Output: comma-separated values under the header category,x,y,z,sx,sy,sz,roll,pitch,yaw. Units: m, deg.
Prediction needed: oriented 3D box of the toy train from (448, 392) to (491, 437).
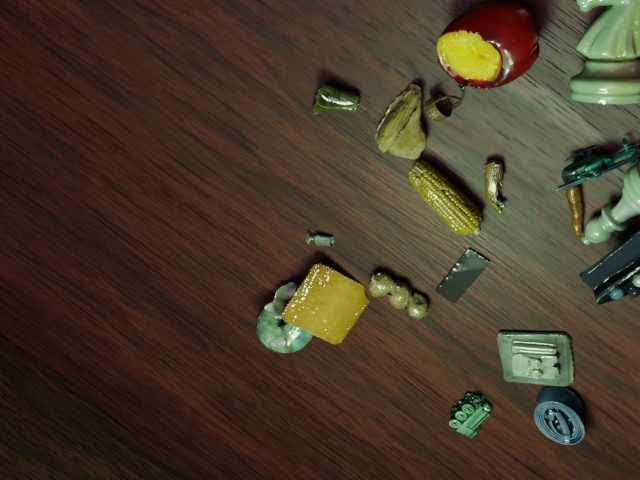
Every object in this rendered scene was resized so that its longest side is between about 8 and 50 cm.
category,x,y,z,sx,sy,sz,roll,pitch,yaw
toy train,0.492,0.570,2.250,0.111,0.071,0.170,27,129,-3

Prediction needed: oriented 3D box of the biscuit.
category,x,y,z,sx,sy,sz,roll,pitch,yaw
biscuit,0.023,0.206,2.190,0.237,0.013,0.232,28,105,-20

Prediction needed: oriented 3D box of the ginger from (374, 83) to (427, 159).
category,x,y,z,sx,sy,sz,roll,pitch,yaw
ginger,0.237,-0.301,1.786,0.123,0.115,0.193,21,124,-14

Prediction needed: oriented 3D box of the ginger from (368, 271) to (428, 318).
category,x,y,z,sx,sy,sz,roll,pitch,yaw
ginger,0.240,0.168,2.098,0.204,0.080,0.104,27,143,11

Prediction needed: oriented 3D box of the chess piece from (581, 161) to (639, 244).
category,x,y,z,sx,sy,sz,roll,pitch,yaw
chess piece,0.732,-0.066,1.673,0.139,0.139,0.271,36,140,1

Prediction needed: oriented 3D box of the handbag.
category,x,y,z,sx,sy,sz,roll,pitch,yaw
handbag,0.810,0.031,1.627,0.325,0.269,0.118,-49,57,40

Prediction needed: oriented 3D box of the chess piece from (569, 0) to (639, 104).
category,x,y,z,sx,sy,sz,roll,pitch,yaw
chess piece,0.629,-0.445,1.460,0.176,0.176,0.298,7,111,23

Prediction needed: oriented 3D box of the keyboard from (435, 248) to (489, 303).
category,x,y,z,sx,sy,sz,roll,pitch,yaw
keyboard,0.414,0.105,2.010,0.074,0.015,0.196,31,130,1

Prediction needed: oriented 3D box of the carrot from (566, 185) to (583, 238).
category,x,y,z,sx,sy,sz,roll,pitch,yaw
carrot,0.653,-0.076,1.753,0.036,0.035,0.165,-4,121,29

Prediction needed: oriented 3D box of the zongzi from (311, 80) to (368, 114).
category,x,y,z,sx,sy,sz,roll,pitch,yaw
zongzi,0.056,-0.360,1.870,0.154,0.062,0.130,17,150,-4

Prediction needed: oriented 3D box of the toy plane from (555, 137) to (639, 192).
category,x,y,z,sx,sy,sz,roll,pitch,yaw
toy plane,0.668,-0.184,1.636,0.235,0.096,0.060,-25,111,18

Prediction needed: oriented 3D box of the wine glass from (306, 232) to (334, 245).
category,x,y,z,sx,sy,sz,roll,pitch,yaw
wine glass,0.000,0.000,2.136,0.083,0.039,0.042,8,119,18

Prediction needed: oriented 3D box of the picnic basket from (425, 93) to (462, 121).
category,x,y,z,sx,sy,sz,roll,pitch,yaw
picnic basket,0.312,-0.342,1.724,0.083,0.072,0.072,-23,109,46

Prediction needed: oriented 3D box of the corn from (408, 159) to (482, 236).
category,x,y,z,sx,sy,sz,roll,pitch,yaw
corn,0.340,-0.110,1.851,0.261,0.097,0.097,45,130,-5

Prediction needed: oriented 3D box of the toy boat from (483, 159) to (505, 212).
category,x,y,z,sx,sy,sz,roll,pitch,yaw
toy boat,0.458,-0.140,1.799,0.049,0.047,0.149,2,121,26

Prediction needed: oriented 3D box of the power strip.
category,x,y,z,sx,sy,sz,roll,pitch,yaw
power strip,0.636,0.364,2.037,0.213,0.064,0.198,-2,120,28

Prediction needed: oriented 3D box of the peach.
category,x,y,z,sx,sy,sz,roll,pitch,yaw
peach,0.371,-0.434,1.542,0.226,0.190,0.196,-15,78,16

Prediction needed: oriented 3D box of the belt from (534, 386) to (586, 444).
category,x,y,z,sx,sy,sz,roll,pitch,yaw
belt,0.731,0.534,2.090,0.141,0.082,0.190,-15,116,36

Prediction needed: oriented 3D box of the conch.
category,x,y,z,sx,sy,sz,roll,pitch,yaw
conch,-0.118,0.268,2.298,0.277,0.195,0.220,-40,66,61
